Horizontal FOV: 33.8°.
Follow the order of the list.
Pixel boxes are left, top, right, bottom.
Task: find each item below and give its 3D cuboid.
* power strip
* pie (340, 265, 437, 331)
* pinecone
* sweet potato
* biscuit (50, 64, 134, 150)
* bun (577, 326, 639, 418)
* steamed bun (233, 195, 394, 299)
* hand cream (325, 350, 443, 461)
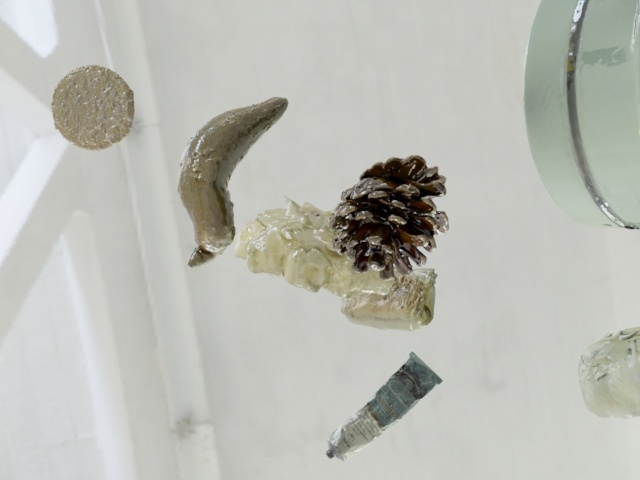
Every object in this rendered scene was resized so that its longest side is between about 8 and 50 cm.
[{"bbox_3d":[0.397,-0.191,1.272,0.357,0.161,0.357,-1,-88,-44],"label":"power strip"},{"bbox_3d":[0.138,0.112,2.063,0.068,0.282,0.128,12,-99,-30],"label":"pie"},{"bbox_3d":[0.099,-0.031,1.488,0.150,0.179,0.195,46,-135,-8],"label":"pinecone"},{"bbox_3d":[-0.160,-0.108,1.653,0.124,0.098,0.310,26,-106,-21],"label":"sweet potato"},{"bbox_3d":[-0.310,-0.180,1.436,0.015,0.120,0.120,-45,-50,-84],"label":"biscuit"},{"bbox_3d":[0.565,0.223,1.862,0.239,0.239,0.141,-18,-84,-47],"label":"bun"},{"bbox_3d":[0.000,0.000,1.913,0.292,0.295,0.137,-29,-46,-71],"label":"steamed bun"},{"bbox_3d":[0.104,0.306,1.892,0.248,0.052,0.075,-40,-80,-17],"label":"hand cream"}]
